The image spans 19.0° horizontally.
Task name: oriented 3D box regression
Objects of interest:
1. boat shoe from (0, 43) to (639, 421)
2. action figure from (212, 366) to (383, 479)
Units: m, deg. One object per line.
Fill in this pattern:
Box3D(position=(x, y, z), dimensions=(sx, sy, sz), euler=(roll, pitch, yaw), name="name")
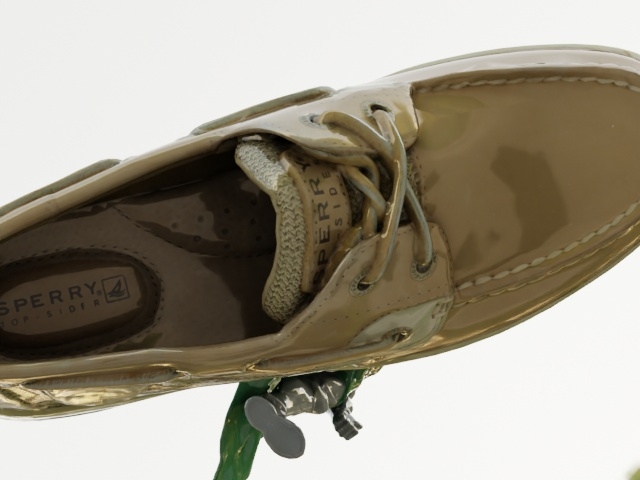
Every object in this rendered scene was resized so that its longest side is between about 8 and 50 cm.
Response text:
Box3D(position=(0.000, 0.000, 0.778), dimensions=(0.341, 0.110, 0.122), euler=(-19, -93, -6), name="boat shoe")
Box3D(position=(0.011, 0.058, 1.009), dimensions=(0.137, 0.063, 0.232), euler=(-62, -10, 12), name="action figure")
